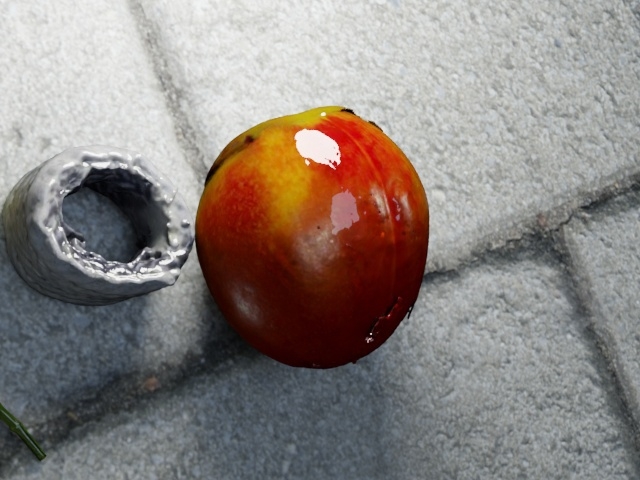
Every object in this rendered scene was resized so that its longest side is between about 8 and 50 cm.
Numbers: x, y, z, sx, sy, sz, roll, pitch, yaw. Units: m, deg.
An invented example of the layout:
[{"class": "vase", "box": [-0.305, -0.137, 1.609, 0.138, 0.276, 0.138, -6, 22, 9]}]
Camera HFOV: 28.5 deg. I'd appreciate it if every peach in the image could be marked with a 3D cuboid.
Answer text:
[{"class": "peach", "box": [0.000, 0.000, 1.817, 0.370, 0.370, 0.370, 5, 80, -28]}]

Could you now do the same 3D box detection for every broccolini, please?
[{"class": "broccolini", "box": [-0.451, 0.222, 1.714, 0.218, 0.044, 0.042, 55, 47, -16]}]

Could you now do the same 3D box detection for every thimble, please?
[{"class": "thimble", "box": [-0.307, -0.016, 1.755, 0.245, 0.157, 0.217, 30, 70, -22]}]
